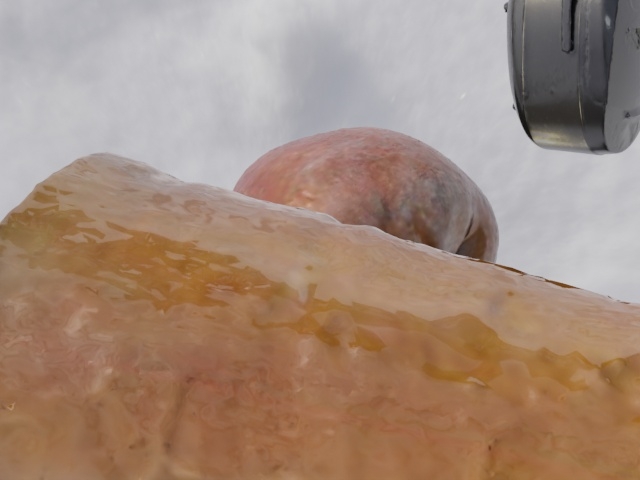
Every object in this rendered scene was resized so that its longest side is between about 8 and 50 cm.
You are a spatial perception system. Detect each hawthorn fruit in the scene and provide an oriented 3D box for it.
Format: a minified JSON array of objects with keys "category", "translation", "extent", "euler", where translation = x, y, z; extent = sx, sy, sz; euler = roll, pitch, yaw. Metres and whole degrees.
[{"category":"hawthorn fruit","translation":[0.025,0.003,1.352],"extent":[0.235,0.231,0.263],"euler":[-27,66,-8]}]

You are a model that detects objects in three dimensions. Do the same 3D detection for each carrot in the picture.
[{"category":"carrot","translation":[0.024,0.092,0.481],"extent":[0.254,0.196,0.196],"euler":[13,87,14]}]

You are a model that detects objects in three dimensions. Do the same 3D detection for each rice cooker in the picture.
[{"category":"rice cooker","translation":[0.196,-0.146,1.216],"extent":[0.106,0.112,0.165],"euler":[-2,101,35]}]
